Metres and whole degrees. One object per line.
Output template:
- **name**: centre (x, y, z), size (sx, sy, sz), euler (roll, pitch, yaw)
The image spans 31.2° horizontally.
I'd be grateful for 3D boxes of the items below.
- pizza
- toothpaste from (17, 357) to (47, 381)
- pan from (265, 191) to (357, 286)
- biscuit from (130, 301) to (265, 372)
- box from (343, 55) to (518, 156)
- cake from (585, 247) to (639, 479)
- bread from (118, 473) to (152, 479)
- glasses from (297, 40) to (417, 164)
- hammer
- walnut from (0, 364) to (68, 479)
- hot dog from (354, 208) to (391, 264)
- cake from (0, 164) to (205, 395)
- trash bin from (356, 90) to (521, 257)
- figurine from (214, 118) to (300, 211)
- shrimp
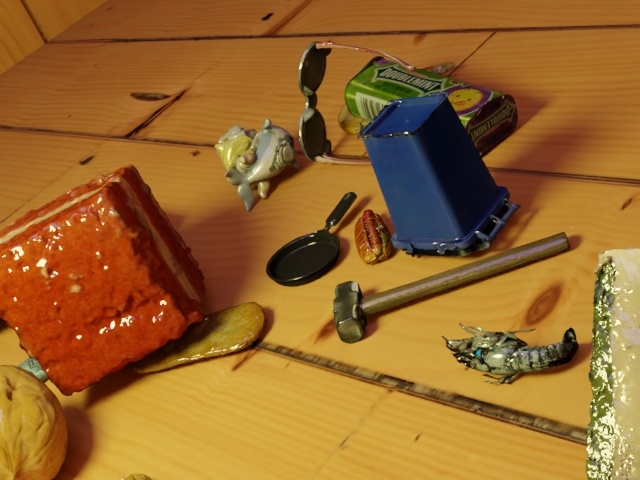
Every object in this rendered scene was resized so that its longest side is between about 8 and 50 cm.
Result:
- **pizza**: centre (0.155, -0.296, 2.328), size (0.262, 0.034, 0.181), euler (-23, 29, 7)
- **toothpaste**: centre (-0.545, 0.266, 1.959), size (0.268, 0.047, 0.069), euler (-37, 18, -27)
- **pan**: centre (0.000, 0.000, 1.970), size (0.136, 0.028, 0.235), euler (5, 44, 42)
- **biscuit**: centre (-0.200, 0.161, 1.867), size (0.247, 0.029, 0.118), euler (-15, 33, 20)
- **box**: centre (0.195, -0.253, 2.124), size (0.134, 0.097, 0.346), euler (-38, 37, -20)
- **cake**: centre (0.379, 0.133, 1.302), size (0.158, 0.172, 0.283), euler (-4, 37, 38)
- **bread**: centre (-0.273, 0.367, 1.588), size (0.110, 0.024, 0.110), euler (-21, 29, 12)
- **glasses**: centre (0.082, -0.248, 2.142), size (0.268, 0.234, 0.118), euler (11, 19, 32)
- **hammer**: centre (0.193, 0.058, 1.716), size (0.366, 0.043, 0.111), euler (-18, 28, 9)
- **walnut**: centre (-0.478, 0.291, 1.727), size (0.193, 0.193, 0.226), euler (-33, 39, -12)
- **hot dog**: centre (0.085, -0.009, 1.906), size (0.062, 0.038, 0.144), euler (-22, 28, 8)
- **cake**: centre (-0.367, 0.044, 1.902), size (0.270, 0.269, 0.319), euler (-28, 17, 6)
- **trash bin**: centre (0.179, -0.100, 1.771), size (0.184, 0.234, 0.162), euler (1, 38, 44)
- **figurine**: centre (-0.132, -0.159, 2.246), size (0.184, 0.128, 0.208), euler (-7, 38, 34)
- **shrimp**: centre (0.244, 0.142, 1.488), size (0.174, 0.082, 0.076), euler (-5, 30, 21)
